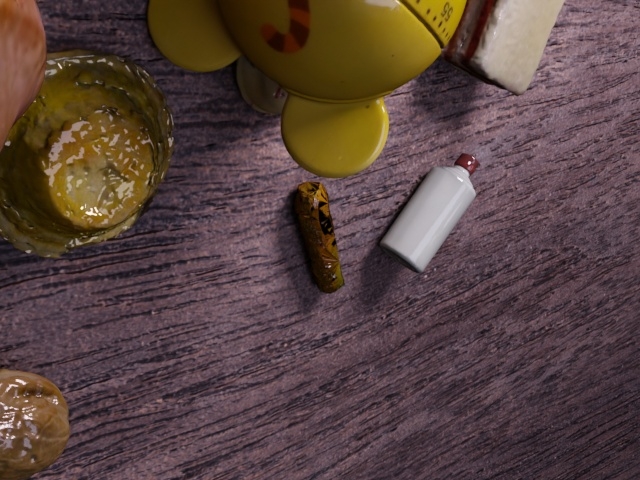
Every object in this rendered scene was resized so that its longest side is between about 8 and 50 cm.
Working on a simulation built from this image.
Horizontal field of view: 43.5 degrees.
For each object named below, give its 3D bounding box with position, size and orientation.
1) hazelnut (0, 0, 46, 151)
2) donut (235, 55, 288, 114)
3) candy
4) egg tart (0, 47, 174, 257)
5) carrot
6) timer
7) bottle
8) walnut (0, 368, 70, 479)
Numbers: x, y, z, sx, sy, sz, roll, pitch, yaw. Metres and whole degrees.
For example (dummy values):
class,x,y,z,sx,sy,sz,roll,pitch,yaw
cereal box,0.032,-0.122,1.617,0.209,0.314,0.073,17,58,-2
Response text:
class,x,y,z,sx,sy,sz,roll,pitch,yaw
hazelnut,-0.445,-0.204,0.751,0.372,0.315,0.373,11,72,-36
donut,-0.053,-0.242,1.231,0.166,0.065,0.108,-14,120,-36
candy,0.337,-0.440,1.431,0.179,0.135,0.321,9,106,-44
egg tart,-0.306,-0.104,1.044,0.294,0.116,0.295,-22,126,-33
carrot,0.001,0.000,1.408,0.069,0.069,0.229,-33,131,-25
timer,0.000,-0.321,1.064,0.376,0.376,0.387,25,107,-46
bottle,0.221,-0.061,1.542,0.245,0.104,0.104,-55,136,-6
walnut,-0.426,0.250,1.091,0.184,0.155,0.155,19,98,-48
